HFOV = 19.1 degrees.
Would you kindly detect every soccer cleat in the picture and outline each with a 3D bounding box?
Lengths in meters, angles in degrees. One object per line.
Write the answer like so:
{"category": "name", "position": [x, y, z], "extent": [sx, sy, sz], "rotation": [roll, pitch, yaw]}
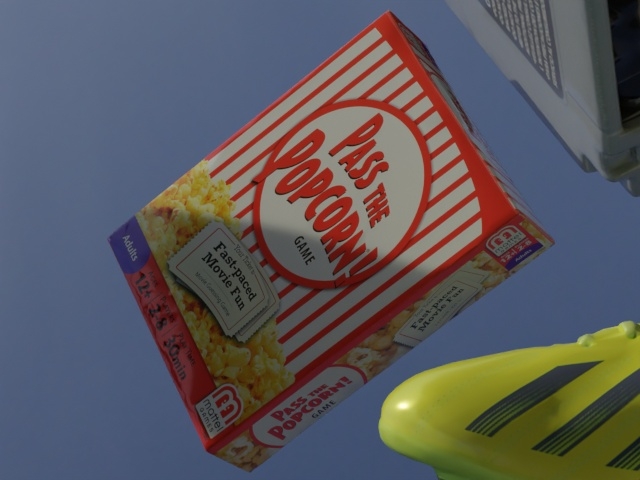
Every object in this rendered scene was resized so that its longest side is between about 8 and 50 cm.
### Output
{"category": "soccer cleat", "position": [0.168, 0.054, 0.719], "extent": [0.289, 0.121, 0.093], "rotation": [2, -176, 9]}

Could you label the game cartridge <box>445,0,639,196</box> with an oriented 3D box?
{"category": "game cartridge", "position": [0.086, -0.170, 0.834], "extent": [0.060, 0.294, 0.196], "rotation": [-32, -125, -9]}

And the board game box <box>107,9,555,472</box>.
{"category": "board game box", "position": [0.000, 0.000, 0.951], "extent": [0.045, 0.193, 0.146], "rotation": [35, -160, -53]}
